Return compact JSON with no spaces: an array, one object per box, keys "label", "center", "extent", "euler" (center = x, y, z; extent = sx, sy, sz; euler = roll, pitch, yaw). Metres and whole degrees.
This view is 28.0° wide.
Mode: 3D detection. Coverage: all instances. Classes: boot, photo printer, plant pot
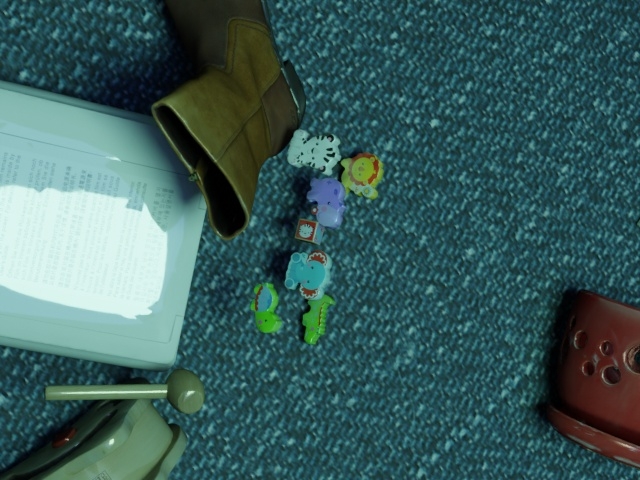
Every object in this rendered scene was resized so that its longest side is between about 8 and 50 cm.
[{"label":"boot","center":[-0.121,-0.166,1.236],"extent":[0.096,0.280,0.264],"euler":[-16,112,20]},{"label":"photo printer","center":[-0.273,-0.018,1.262],"extent":[0.307,0.107,0.256],"euler":[12,88,-21]},{"label":"plant pot","center":[0.361,0.164,1.489],"extent":[0.191,0.191,0.174],"euler":[20,94,-22]}]

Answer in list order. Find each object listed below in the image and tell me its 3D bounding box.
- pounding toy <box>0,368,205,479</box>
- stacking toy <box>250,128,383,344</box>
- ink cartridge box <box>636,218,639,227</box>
[{"label":"pounding toy","center":[-0.236,0.191,1.278],"extent":[0.269,0.154,0.155],"euler":[-32,105,2]},{"label":"stacking toy","center":[0.000,0.000,1.348],"extent":[0.052,0.167,0.221],"euler":[13,87,21]},{"label":"ink cartridge box","center":[0.466,-0.052,1.561],"extent":[0.056,0.099,0.135],"euler":[43,78,-18]}]
